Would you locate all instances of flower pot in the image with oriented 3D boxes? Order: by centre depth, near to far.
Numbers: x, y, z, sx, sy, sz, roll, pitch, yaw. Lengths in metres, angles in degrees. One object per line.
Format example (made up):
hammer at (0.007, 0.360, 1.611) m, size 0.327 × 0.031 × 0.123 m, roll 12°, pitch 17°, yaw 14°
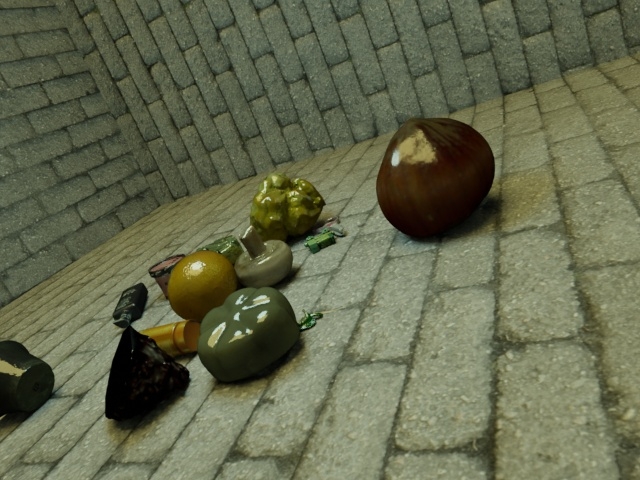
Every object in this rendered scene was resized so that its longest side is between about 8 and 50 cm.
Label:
flower pot at (-0.897, 0.422, 1.487) m, size 0.148 × 0.235 × 0.235 m, roll 4°, pitch 27°, yaw 17°

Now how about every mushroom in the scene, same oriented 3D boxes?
mushroom at (-0.204, 0.049, 1.670) m, size 0.207 × 0.215 × 0.207 m, roll -20°, pitch 28°, yaw 11°

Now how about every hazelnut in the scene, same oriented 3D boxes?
hazelnut at (0.360, -0.204, 1.572) m, size 0.359 × 0.359 × 0.409 m, roll -4°, pitch 35°, yaw 43°

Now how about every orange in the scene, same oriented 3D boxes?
orange at (-0.370, 0.145, 1.583) m, size 0.236 × 0.236 × 0.236 m, roll -20°, pitch 19°, yaw 7°

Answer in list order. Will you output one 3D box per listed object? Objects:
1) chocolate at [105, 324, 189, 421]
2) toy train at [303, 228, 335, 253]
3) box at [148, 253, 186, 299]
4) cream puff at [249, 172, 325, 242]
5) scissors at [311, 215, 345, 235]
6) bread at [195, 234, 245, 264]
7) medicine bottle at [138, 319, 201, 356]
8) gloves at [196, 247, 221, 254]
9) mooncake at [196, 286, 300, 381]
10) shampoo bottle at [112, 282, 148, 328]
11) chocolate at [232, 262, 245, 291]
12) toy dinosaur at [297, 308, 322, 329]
chocolate at (-0.423, 0.351, 1.266) m, size 0.177 × 0.206 × 0.224 m, roll 18°, pitch 13°, yaw -27°
toy train at (0.000, 0.000, 1.830) m, size 0.122 × 0.050 × 0.081 m, roll -24°, pitch 23°, yaw -6°
box at (-0.575, 0.143, 1.961) m, size 0.151 × 0.135 × 0.151 m, roll -17°, pitch 18°, yaw 6°
cream puff at (-0.126, -0.113, 2.017) m, size 0.257 × 0.291 × 0.324 m, roll 12°, pitch 11°, yaw 9°
scissors at (0.043, -0.050, 1.942) m, size 0.118 × 0.030 × 0.242 m, roll -27°, pitch 17°, yaw -10°
bread at (-0.415, 0.074, 1.984) m, size 0.257 × 0.124 × 0.186 m, roll -8°, pitch 24°, yaw 41°
medicine bottle at (-0.444, 0.291, 1.459) m, size 0.192 × 0.096 × 0.096 m, roll -15°, pitch 20°, yaw 21°
gloves at (-0.432, 0.116, 1.825) m, size 0.268 × 0.135 × 0.107 m, roll -38°, pitch -9°, yaw 39°
mooncake at (-0.188, 0.227, 1.263) m, size 0.275 × 0.135 × 0.275 m, roll -25°, pitch 24°, yaw 12°
shampoo bottle at (-0.731, 0.256, 1.931) m, size 0.098 × 0.071 × 0.309 m, roll -21°, pitch 20°, yaw -6°
chocolate at (-0.312, 0.132, 1.774) m, size 0.149 × 0.080 × 0.125 m, roll -21°, pitch 18°, yaw -1°
toy dinosaur at (-0.046, 0.219, 1.318) m, size 0.060 × 0.029 × 0.120 m, roll 9°, pitch 34°, yaw 37°
